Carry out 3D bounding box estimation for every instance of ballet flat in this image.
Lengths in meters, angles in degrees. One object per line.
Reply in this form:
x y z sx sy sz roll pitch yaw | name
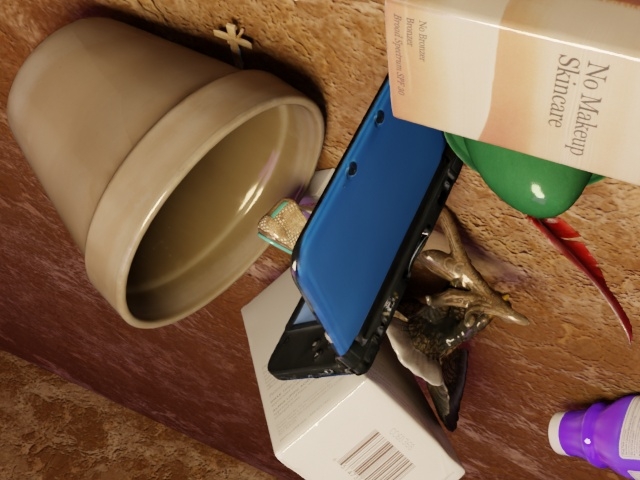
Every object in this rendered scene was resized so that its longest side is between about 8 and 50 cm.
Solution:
0.000 0.000 1.099 0.073 0.067 0.206 32 -179 33 | ballet flat

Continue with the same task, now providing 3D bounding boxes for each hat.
0.198 -0.033 0.844 0.208 0.183 0.173 5 148 28 | hat

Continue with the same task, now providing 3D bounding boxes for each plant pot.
-0.202 -0.106 1.025 0.280 0.323 0.323 39 156 18 | plant pot

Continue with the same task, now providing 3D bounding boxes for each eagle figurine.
0.153 0.119 1.165 0.225 0.226 0.298 13 150 -14 | eagle figurine

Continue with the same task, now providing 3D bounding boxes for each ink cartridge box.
0.012 -0.036 1.171 0.088 0.052 0.122 -4 139 45 | ink cartridge box

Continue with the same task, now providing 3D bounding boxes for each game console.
0.021 -0.021 0.927 0.173 0.293 0.250 41 149 -22 | game console

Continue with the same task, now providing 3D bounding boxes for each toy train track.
-0.095 -0.223 0.998 0.048 0.014 0.083 23 159 11 | toy train track

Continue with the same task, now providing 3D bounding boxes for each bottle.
0.452 0.274 1.216 0.092 0.118 0.283 42 149 -25 | bottle

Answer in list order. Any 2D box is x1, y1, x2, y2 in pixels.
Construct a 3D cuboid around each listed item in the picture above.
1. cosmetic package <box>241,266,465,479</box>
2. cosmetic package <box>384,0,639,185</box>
0.029 0.199 1.231 0.217 0.156 0.385 46 -174 -23 | cosmetic package
0.213 -0.150 0.707 0.296 0.129 0.153 18 151 20 | cosmetic package
